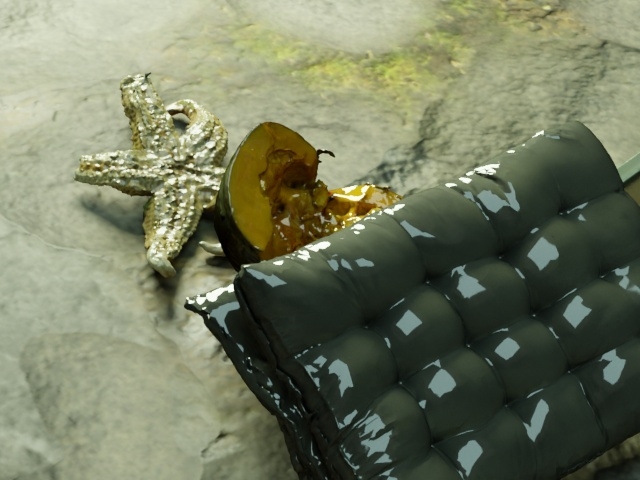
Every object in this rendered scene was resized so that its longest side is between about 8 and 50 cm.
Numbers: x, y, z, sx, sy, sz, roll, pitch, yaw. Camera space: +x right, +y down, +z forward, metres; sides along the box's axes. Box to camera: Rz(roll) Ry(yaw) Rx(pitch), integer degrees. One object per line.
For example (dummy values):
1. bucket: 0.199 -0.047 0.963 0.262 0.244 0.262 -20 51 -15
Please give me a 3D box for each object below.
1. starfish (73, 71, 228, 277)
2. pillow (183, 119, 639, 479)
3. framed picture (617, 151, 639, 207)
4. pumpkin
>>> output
1. starfish: -0.114 -0.052 1.118 0.150 0.053 0.209 4 45 -1
2. pillow: 0.106 0.071 0.956 0.326 0.101 0.228 -23 79 -31
3. framed picture: 0.303 0.024 1.155 0.232 0.019 0.296 39 49 25
4. pumpkin: 0.000 0.000 1.047 0.183 0.107 0.119 30 58 -14
